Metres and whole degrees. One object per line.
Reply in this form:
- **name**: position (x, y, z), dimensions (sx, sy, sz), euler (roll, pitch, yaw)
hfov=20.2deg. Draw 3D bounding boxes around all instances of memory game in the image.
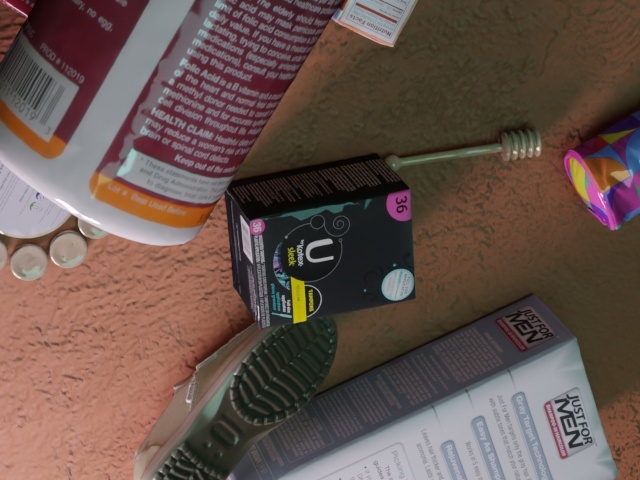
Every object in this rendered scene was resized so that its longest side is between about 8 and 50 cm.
- **memory game**: position (-0.273, -0.048, 1.679), dimensions (0.186, 0.012, 0.186), euler (-7, 115, -15)

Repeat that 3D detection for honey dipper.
- **honey dipper**: position (0.140, -0.088, 1.789), dimensions (0.161, 0.030, 0.030), euler (-8, 115, -10)

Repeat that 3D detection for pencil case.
- **pencil case**: position (0.367, -0.098, 1.819), dimensions (0.236, 0.104, 0.104), euler (-26, 118, -4)

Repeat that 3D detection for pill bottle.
- **pill bottle**: position (-0.105, -0.212, 1.516), dimensions (0.224, 0.224, 0.392), euler (26, 106, -26)

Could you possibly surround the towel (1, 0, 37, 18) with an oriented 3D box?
- **towel**: position (-0.206, -0.323, 1.570), dimensions (0.199, 0.031, 0.275), euler (33, 102, -29)

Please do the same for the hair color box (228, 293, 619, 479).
- **hair color box**: position (0.102, 0.227, 1.866), dimensions (0.374, 0.113, 0.185), euler (-24, 118, -6)

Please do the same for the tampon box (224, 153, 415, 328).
- **tampon box**: position (0.000, 0.000, 1.738), dimensions (0.161, 0.101, 0.120), euler (-11, 116, -13)

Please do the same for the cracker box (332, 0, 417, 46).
- **cracker box**: position (0.067, -0.305, 1.596), dimensions (0.067, 0.156, 0.232), euler (22, 105, -26)

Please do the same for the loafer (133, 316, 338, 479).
- **loafer**: position (-0.095, 0.157, 1.787), dimensions (0.268, 0.092, 0.102), euler (-45, 124, -14)
